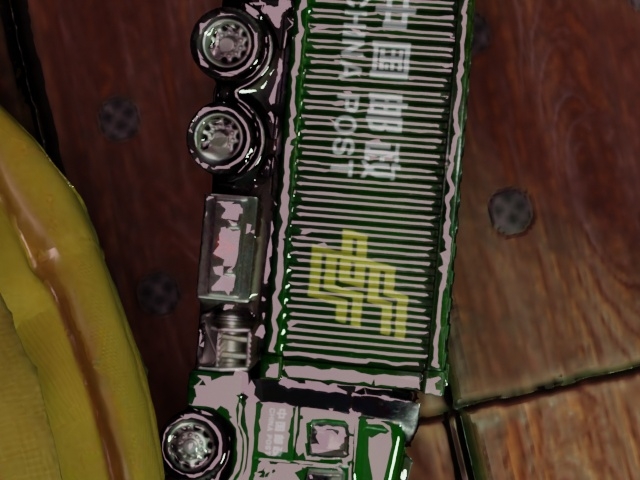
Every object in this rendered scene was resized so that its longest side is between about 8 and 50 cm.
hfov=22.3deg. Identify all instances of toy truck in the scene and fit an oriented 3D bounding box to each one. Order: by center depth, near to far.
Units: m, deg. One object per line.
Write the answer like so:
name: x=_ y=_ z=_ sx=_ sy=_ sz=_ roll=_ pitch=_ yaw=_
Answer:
toy truck: x=0.000 y=0.000 z=0.705 sx=0.121 sy=0.088 sz=0.259 roll=5 pitch=89 yaw=5

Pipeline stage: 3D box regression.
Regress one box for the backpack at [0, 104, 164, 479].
backpack: x=-0.247 y=0.078 z=0.647 sx=0.353 sy=0.201 sz=0.378 roll=-25 pitch=77 yaw=-13
